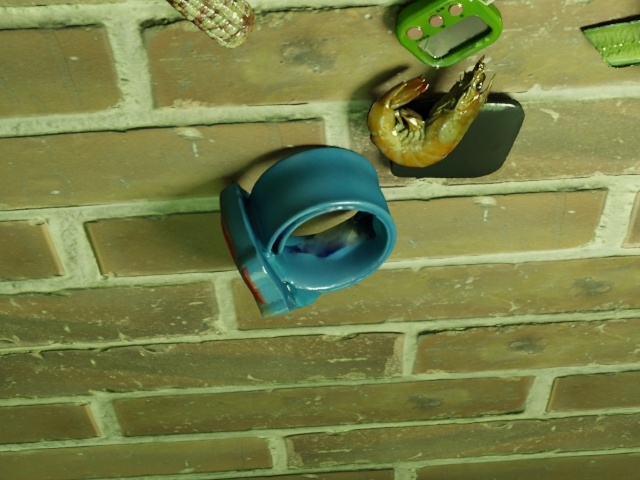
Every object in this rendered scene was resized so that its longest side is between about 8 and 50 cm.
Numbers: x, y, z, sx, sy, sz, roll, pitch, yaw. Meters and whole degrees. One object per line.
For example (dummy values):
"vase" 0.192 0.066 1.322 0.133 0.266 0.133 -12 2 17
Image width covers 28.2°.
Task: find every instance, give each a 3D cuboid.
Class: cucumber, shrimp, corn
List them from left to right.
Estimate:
"corn" -0.182 -0.345 1.728 0.079 0.080 0.237 -27 137 32
"shrimp" 0.171 -0.200 1.947 0.150 0.068 0.248 30 131 -22
"cucumber" 0.502 -0.298 1.879 0.220 0.071 0.046 -10 177 14

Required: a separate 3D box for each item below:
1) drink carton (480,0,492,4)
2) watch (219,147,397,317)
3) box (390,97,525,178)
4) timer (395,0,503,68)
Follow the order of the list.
"drink carton" 0.159 -0.445 1.544 0.324 0.132 0.194 23 139 -38
"watch" 0.000 0.000 2.169 0.274 0.241 0.305 -27 143 10
"box" 0.219 -0.166 2.074 0.201 0.042 0.212 0 148 -6
"timer" 0.185 -0.311 1.837 0.140 0.047 0.128 -26 140 31
